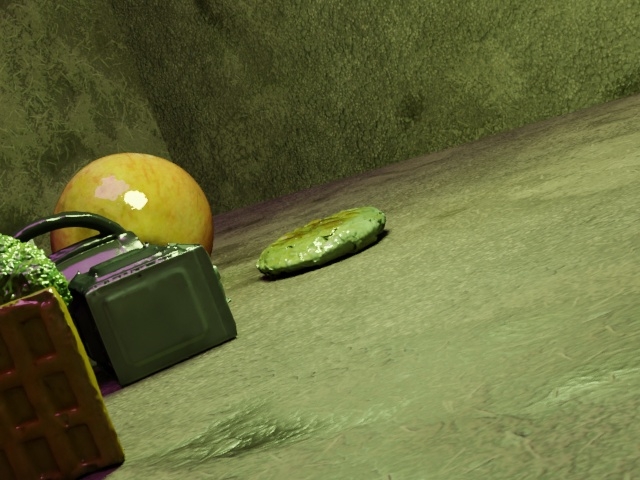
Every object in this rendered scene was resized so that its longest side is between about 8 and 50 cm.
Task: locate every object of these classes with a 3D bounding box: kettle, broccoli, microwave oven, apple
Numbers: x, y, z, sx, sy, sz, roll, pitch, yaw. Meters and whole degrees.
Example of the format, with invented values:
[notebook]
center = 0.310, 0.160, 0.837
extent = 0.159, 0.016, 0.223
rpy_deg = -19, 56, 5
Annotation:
[kettle]
center = -0.451, 0.100, 2.105
extent = 0.271, 0.250, 0.207
rpy_deg = -18, 50, -21
[broccoli]
center = -0.498, 0.127, 1.905
extent = 0.186, 0.302, 0.254
rpy_deg = 10, -57, -51
[microwave oven]
center = -0.294, 0.107, 1.914
extent = 0.237, 0.181, 0.295
rpy_deg = -22, 7, -17
[apple]
center = -0.408, -0.013, 2.498
extent = 0.364, 0.364, 0.364
rpy_deg = -21, 7, 3

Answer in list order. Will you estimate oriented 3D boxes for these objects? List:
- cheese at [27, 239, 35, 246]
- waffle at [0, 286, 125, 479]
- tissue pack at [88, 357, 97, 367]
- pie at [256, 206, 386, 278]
[cheese]
center = -0.586, 0.116, 2.402
extent = 0.127, 0.255, 0.050
rpy_deg = -17, 4, -15
[waffle]
center = -0.376, 0.192, 1.336
extent = 0.248, 0.221, 0.055
rpy_deg = -19, 7, 8
[tissue pack]
center = -0.448, 0.227, 2.033
extent = 0.063, 0.035, 0.083
rpy_deg = -15, 10, 39
[pie]
center = 0.000, 0.000, 2.332
extent = 0.306, 0.071, 0.306
rpy_deg = -21, 6, 2
